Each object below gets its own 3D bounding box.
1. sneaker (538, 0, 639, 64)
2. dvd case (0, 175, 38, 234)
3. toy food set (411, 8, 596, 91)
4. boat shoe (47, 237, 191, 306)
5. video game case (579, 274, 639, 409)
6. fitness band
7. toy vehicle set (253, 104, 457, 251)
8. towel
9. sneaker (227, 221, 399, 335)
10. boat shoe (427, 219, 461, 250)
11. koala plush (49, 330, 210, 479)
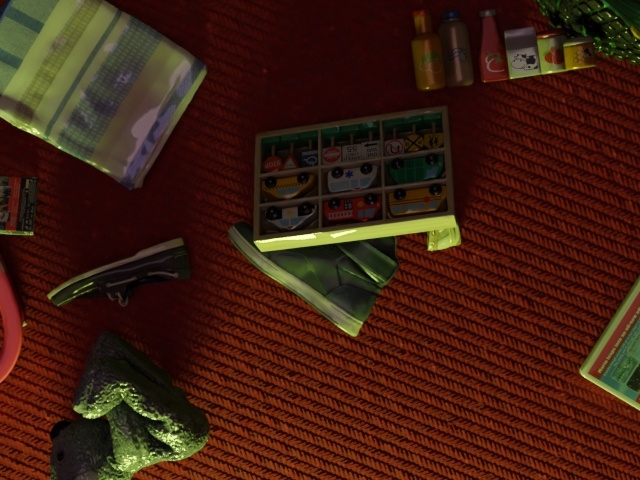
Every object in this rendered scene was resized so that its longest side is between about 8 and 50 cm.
[{"bbox_3d":[0.419,-0.308,1.554,0.343,0.134,0.146,31,78,1],"label":"sneaker"},{"bbox_3d":[-0.456,-0.050,1.659,0.119,0.013,0.087,3,64,-10],"label":"dvd case"},{"bbox_3d":[0.237,-0.263,1.563,0.232,0.111,0.105,-7,96,10],"label":"toy food set"},{"bbox_3d":[-0.278,0.059,1.661,0.206,0.075,0.065,-21,91,2],"label":"boat shoe"},{"bbox_3d":[0.530,0.169,1.634,0.285,0.025,0.204,31,98,0],"label":"video game case"},{"bbox_3d":[-0.536,0.085,1.670,0.209,0.054,0.291,-22,95,-7],"label":"fitness band"},{"bbox_3d":[0.044,-0.082,1.582,0.266,0.035,0.166,-8,63,12],"label":"toy vehicle set"},{"bbox_3d":[-0.312,-0.215,1.593,0.285,0.034,0.209,30,98,-27],"label":"towel"},{"bbox_3d":[0.001,0.000,1.628,0.226,0.086,0.163,34,94,4],"label":"sneaker"},{"bbox_3d":[0.152,-0.062,1.624,0.048,0.056,0.153,-14,102,1],"label":"boat shoe"},{"bbox_3d":[-0.287,0.280,1.633,0.203,0.196,0.221,39,94,-11],"label":"koala plush"}]
